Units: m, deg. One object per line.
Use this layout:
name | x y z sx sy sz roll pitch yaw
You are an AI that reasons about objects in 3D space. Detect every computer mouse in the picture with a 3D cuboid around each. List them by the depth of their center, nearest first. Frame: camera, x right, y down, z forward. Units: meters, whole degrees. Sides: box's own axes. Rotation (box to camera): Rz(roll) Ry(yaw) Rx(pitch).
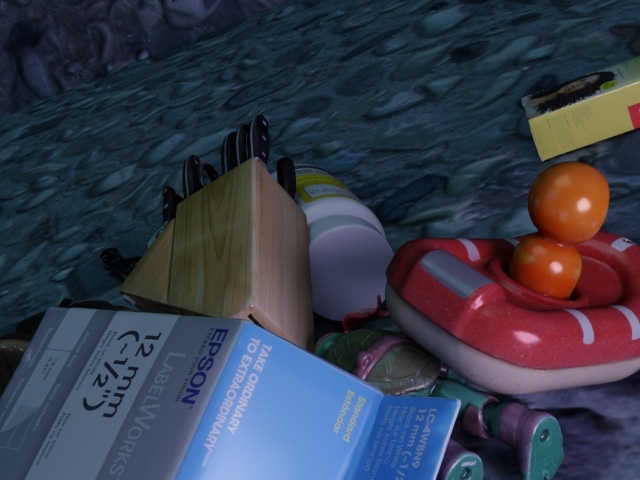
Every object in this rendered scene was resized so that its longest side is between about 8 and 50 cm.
computer mouse | -0.204 -0.011 1.388 0.193 0.042 0.106 -33 23 -20

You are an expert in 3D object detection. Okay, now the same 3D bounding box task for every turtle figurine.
turtle figurine | 0.055 0.124 0.761 0.175 0.118 0.234 -34 30 -23

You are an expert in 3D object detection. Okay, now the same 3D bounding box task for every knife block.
knife block | -0.059 -0.013 0.940 0.276 0.088 0.242 8 58 52

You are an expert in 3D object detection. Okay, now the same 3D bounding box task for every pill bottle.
pill bottle | 0.000 0.000 1.067 0.119 0.119 0.208 -26 23 -5

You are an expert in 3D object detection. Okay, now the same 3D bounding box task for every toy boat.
toy boat | 0.167 0.015 0.743 0.231 0.151 0.151 0 27 -42

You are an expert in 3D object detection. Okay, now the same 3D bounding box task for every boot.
boot | -0.308 0.124 1.102 0.248 0.090 0.207 -12 11 -26

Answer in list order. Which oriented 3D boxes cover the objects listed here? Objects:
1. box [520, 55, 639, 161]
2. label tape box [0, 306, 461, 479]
box | 0.351 -0.165 1.164 0.232 0.058 0.087 -19 23 12
label tape box | -0.107 0.179 0.686 0.348 0.115 0.249 -2 55 44
